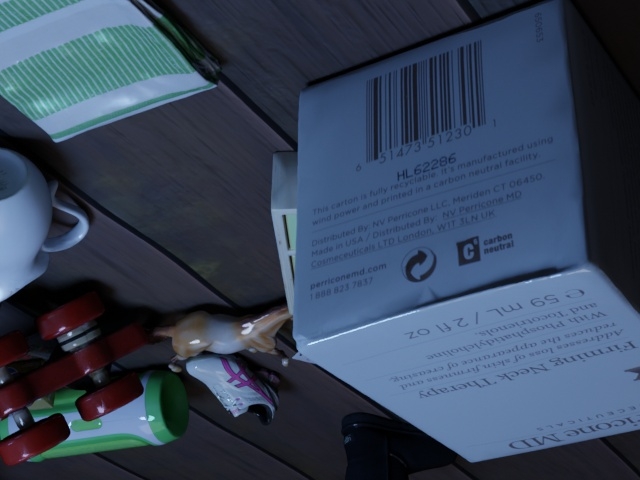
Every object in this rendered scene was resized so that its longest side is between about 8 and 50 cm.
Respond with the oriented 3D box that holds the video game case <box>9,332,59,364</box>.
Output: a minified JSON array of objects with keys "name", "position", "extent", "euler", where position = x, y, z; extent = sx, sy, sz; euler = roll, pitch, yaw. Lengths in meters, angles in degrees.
[{"name":"video game case","position":[-0.447,0.189,2.016],"extent":[0.166,0.015,0.119],"euler":[-22,142,32]}]

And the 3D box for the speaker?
[{"name":"speaker","position":[-0.371,0.288,2.073],"extent":[0.297,0.131,0.131],"euler":[-10,147,18]}]

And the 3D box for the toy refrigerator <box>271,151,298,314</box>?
[{"name":"toy refrigerator","position":[0.000,0.000,1.610],"extent":[0.102,0.094,0.269],"euler":[-1,149,3]}]

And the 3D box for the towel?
[{"name":"towel","position":[-0.287,-0.222,1.302],"extent":[0.248,0.038,0.325],"euler":[-15,146,26]}]

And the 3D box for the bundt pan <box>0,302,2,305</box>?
[{"name":"bundt pan","position":[-0.585,0.066,1.710],"extent":[0.331,0.124,0.330],"euler":[1,150,1]}]

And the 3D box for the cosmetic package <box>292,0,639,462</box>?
[{"name":"cosmetic package","position":[0.211,0.009,1.395],"extent":[0.330,0.327,0.394],"euler":[-18,145,28]}]

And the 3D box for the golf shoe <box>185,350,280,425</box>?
[{"name":"golf shoe","position":[-0.136,0.233,2.014],"extent":[0.186,0.085,0.067],"euler":[27,142,-35]}]

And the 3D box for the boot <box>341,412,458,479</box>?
[{"name":"boot","position":[0.139,0.426,2.210],"extent":[0.247,0.207,0.094],"euler":[18,145,-27]}]

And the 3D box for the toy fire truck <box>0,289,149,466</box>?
[{"name":"toy fire truck","position":[-0.410,0.203,1.845],"extent":[0.302,0.169,0.254],"euler":[-28,-176,-30]}]

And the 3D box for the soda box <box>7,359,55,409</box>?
[{"name":"soda box","position":[-0.517,0.238,2.024],"extent":[0.181,0.061,0.058],"euler":[-8,149,15]}]

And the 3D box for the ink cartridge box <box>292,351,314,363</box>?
[{"name":"ink cartridge box","position":[0.003,0.170,1.958],"extent":[0.083,0.028,0.048],"euler":[14,147,-22]}]

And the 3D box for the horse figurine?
[{"name":"horse figurine","position":[-0.145,0.144,1.884],"extent":[0.263,0.066,0.174],"euler":[-1,155,-2]}]

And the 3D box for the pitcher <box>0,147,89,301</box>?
[{"name":"pitcher","position":[-0.370,-0.030,1.562],"extent":[0.178,0.125,0.207],"euler":[-29,154,-24]}]
